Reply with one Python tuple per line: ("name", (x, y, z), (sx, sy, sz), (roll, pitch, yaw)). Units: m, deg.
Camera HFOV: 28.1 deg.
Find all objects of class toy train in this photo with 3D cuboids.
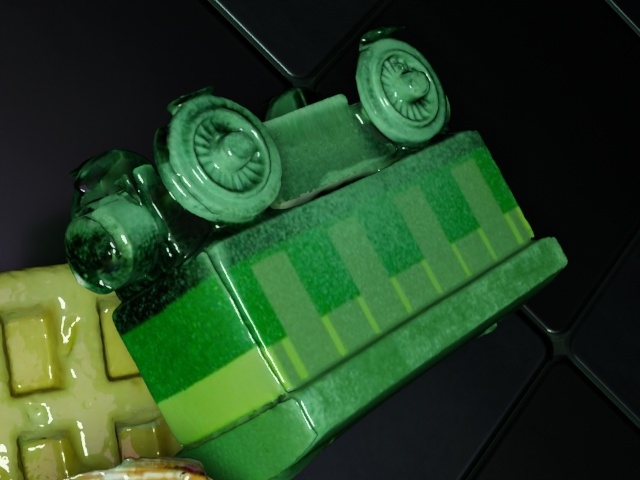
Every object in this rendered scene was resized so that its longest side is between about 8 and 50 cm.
("toy train", (0.000, 0.000, 0.732), (0.301, 0.120, 0.202), (-27, 88, -47))

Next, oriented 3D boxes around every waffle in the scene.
("waffle", (-0.175, 0.125, 0.687), (0.248, 0.055, 0.221), (-7, 79, -25))

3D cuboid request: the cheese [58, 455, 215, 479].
("cheese", (-0.136, 0.203, 0.580), (0.329, 0.129, 0.217), (3, 96, -15))
